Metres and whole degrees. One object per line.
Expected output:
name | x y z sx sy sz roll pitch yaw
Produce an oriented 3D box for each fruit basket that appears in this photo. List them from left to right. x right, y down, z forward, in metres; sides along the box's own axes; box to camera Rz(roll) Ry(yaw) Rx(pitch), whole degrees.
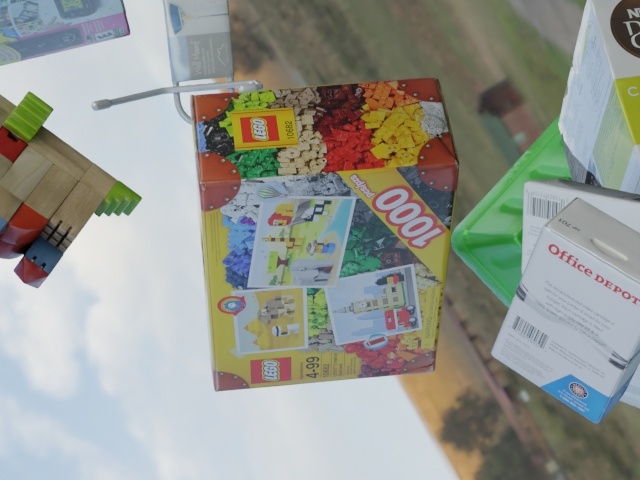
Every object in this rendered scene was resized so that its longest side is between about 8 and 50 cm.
fruit basket | 0.420 -0.030 2.582 0.283 0.392 0.392 46 -168 -11

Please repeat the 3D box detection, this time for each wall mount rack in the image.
wall mount rack | -0.263 -0.359 2.609 0.130 0.304 0.350 -119 23 -75

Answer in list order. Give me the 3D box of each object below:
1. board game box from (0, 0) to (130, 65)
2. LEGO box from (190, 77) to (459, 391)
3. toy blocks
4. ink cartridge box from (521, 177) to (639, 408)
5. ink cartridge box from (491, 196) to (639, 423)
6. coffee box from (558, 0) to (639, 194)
board game box | -0.341 -0.231 1.372 0.224 0.303 0.098 100 157 -79
LEGO box | 0.000 0.000 2.287 0.500 0.372 0.193 90 173 -49
toy blocks | -0.499 -0.072 2.240 0.381 0.191 0.261 36 -133 -9
ink cartridge box | 0.345 0.059 1.800 0.275 0.060 0.239 19 111 60
ink cartridge box | 0.277 0.073 1.537 0.139 0.191 0.082 33 -139 20
coffee box | 0.568 -0.163 2.193 0.338 0.337 0.334 89 174 -58
